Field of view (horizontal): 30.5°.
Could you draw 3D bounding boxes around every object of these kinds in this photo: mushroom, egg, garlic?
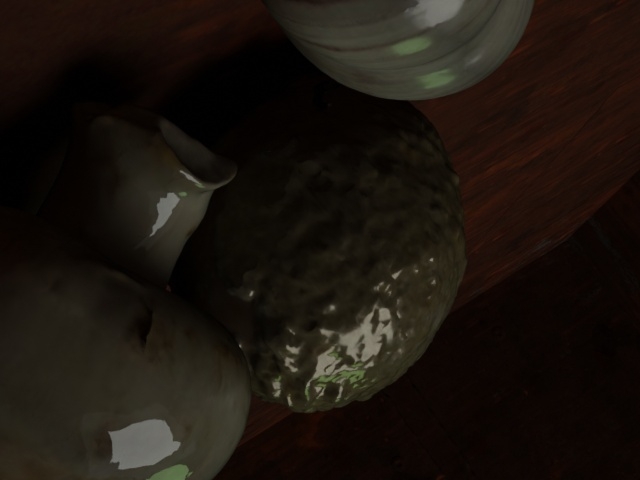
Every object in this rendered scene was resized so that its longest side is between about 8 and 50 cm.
[{"bbox_3d":[-0.169,0.046,0.846,0.290,0.298,0.297,-61,171,-11],"label":"mushroom"},{"bbox_3d":[0.000,0.000,1.007,0.279,0.279,0.310,-55,-171,54],"label":"egg"},{"bbox_3d":[-0.009,-0.189,0.607,0.253,0.245,0.245,-3,179,21],"label":"garlic"}]
